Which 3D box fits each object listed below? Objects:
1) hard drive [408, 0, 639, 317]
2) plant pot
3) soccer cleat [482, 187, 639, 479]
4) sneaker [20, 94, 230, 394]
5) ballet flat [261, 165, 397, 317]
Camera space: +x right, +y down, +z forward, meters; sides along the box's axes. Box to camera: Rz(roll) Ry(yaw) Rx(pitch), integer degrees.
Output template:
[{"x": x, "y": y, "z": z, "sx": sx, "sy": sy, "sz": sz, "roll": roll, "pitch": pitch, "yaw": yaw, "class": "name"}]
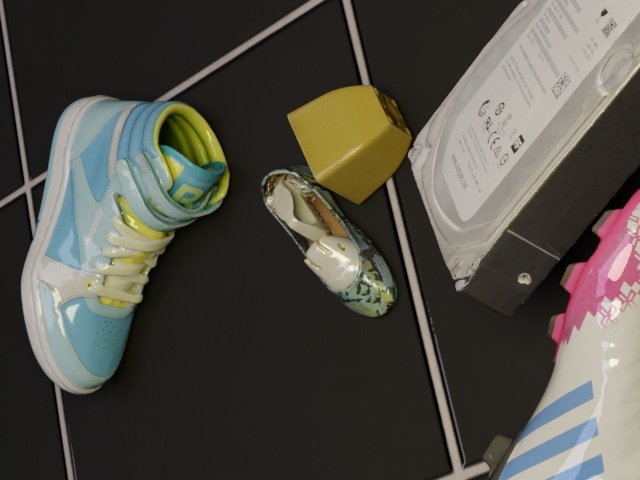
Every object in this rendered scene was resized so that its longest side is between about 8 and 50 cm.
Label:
[{"x": 0.203, "y": -0.132, "z": 1.248, "sx": 0.339, "sy": 0.064, "sz": 0.237, "roll": -52, "pitch": 25, "yaw": 22, "class": "hard drive"}, {"x": 0.035, "y": -0.096, "z": 1.452, "sx": 0.083, "sy": 0.081, "sz": 0.081, "roll": -34, "pitch": 60, "yaw": 19, "class": "plant pot"}, {"x": 0.235, "y": 0.122, "z": 1.221, "sx": 0.143, "sy": 0.116, "sz": 0.331, "roll": 29, "pitch": 105, "yaw": 26, "class": "soccer cleat"}, {"x": -0.192, "y": -0.001, "z": 1.603, "sx": 0.208, "sy": 0.127, "sz": 0.319, "roll": -3, "pitch": 81, "yaw": 43, "class": "sneaker"}, {"x": 0.000, "y": 0.000, "z": 1.472, "sx": 0.070, "sy": 0.070, "sz": 0.188, "roll": -54, "pitch": 52, "yaw": 20, "class": "ballet flat"}]
